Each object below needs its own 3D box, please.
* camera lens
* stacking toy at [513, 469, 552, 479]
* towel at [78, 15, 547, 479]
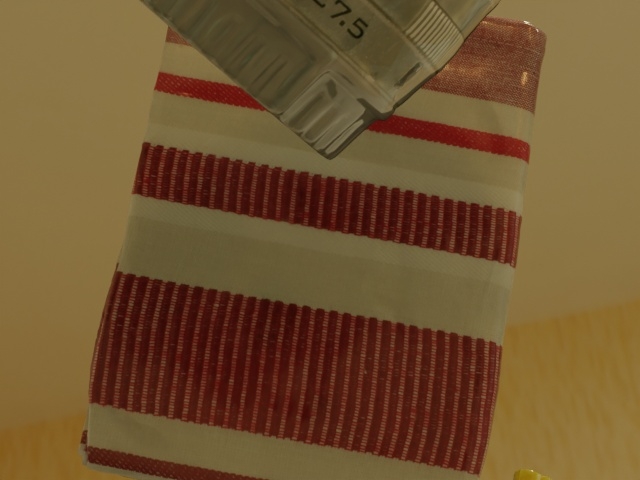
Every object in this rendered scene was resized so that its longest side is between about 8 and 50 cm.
[{"bbox_3d":[0.020,-0.205,0.862,0.274,0.219,0.219,-49,-55,3],"label":"camera lens"},{"bbox_3d":[-0.002,0.178,0.587,0.221,0.167,0.052,-24,-52,39],"label":"stacking toy"},{"bbox_3d":[0.000,0.000,1.090,0.237,0.329,0.037,10,-19,0],"label":"towel"}]
